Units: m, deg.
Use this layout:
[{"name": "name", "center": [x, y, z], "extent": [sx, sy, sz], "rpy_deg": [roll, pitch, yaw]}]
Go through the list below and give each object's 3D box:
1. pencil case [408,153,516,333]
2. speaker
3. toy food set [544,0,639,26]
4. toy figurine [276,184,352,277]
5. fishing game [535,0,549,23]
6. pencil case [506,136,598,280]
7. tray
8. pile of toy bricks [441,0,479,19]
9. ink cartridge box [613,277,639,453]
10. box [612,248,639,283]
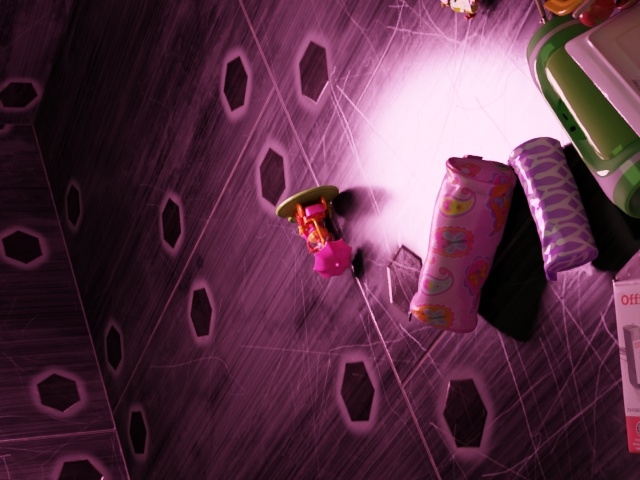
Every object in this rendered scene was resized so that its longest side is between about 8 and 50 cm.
[{"name": "pencil case", "center": [0.223, 0.007, 2.053], "extent": [0.124, 0.124, 0.284], "rpy_deg": [46, 132, 50]}, {"name": "speaker", "center": [0.389, -0.172, 1.738], "extent": [0.131, 0.131, 0.296], "rpy_deg": [-62, 40, 41]}, {"name": "toy food set", "center": [0.377, -0.332, 1.722], "extent": [0.128, 0.071, 0.218], "rpy_deg": [-48, 15, 12]}, {"name": "toy figurine", "center": [0.000, 0.000, 2.480], "extent": [0.173, 0.130, 0.159], "rpy_deg": [108, 142, -71]}, {"name": "fishing game", "center": [0.365, -0.438, 1.856], "extent": [0.264, 0.041, 0.189], "rpy_deg": [-49, 49, 52]}, {"name": "pencil case", "center": [0.334, -0.052, 1.879], "extent": [0.088, 0.086, 0.206], "rpy_deg": [-32, 62, 35]}, {"name": "tray", "center": [0.436, -0.211, 1.643], "extent": [0.270, 0.145, 0.030], "rpy_deg": [60, -178, 38]}, {"name": "pile of toy bricks", "center": [0.222, -0.405, 2.067], "extent": [0.212, 0.118, 0.105], "rpy_deg": [23, 144, 49]}, {"name": "ink cartridge box", "center": [0.444, 0.147, 1.551], "extent": [0.158, 0.092, 0.217], "rpy_deg": [-12, 80, 61]}, {"name": "box", "center": [0.518, 0.083, 1.581], "extent": [0.295, 0.073, 0.293], "rpy_deg": [-57, 43, 46]}]
